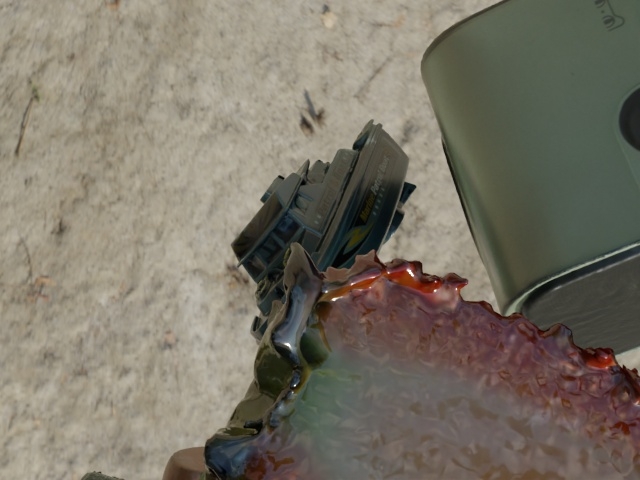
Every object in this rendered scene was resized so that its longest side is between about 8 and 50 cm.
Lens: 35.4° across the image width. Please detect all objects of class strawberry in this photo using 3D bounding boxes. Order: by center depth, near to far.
[{"bbox_3d":[0.077,0.152,0.613,0.306,0.138,0.233,23,72,-7],"label":"strawberry"}]

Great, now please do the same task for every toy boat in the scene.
[{"bbox_3d":[-0.002,-0.003,0.881,0.122,0.296,0.114,37,125,-6],"label":"toy boat"}]

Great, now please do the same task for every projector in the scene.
[{"bbox_3d":[0.250,-0.061,0.848,0.248,0.249,0.248,-23,151,16],"label":"projector"}]

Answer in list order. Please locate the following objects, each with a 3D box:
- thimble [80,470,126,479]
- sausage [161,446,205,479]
[{"bbox_3d":[-0.304,0.388,1.365,0.090,0.118,0.135,18,84,2],"label":"thimble"},{"bbox_3d":[-0.201,0.472,1.549,0.121,0.121,0.304,7,99,-15],"label":"sausage"}]
